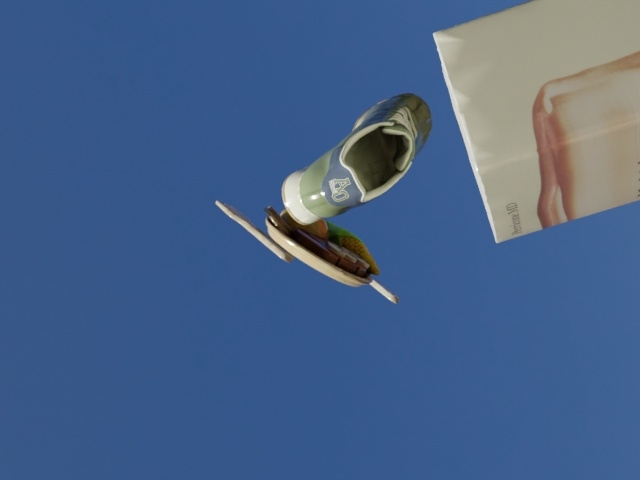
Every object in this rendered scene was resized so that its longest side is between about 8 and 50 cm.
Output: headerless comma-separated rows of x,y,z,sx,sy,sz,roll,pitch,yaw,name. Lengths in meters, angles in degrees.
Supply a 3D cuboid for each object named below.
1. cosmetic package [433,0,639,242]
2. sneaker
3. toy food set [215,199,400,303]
0.252,-0.119,0.850,0.153,0.296,0.129,54,-159,-64,cosmetic package
0.056,-0.077,0.949,0.192,0.086,0.064,-39,-75,-38,sneaker
0.000,0.000,1.101,0.192,0.132,0.038,22,-78,-48,toy food set
